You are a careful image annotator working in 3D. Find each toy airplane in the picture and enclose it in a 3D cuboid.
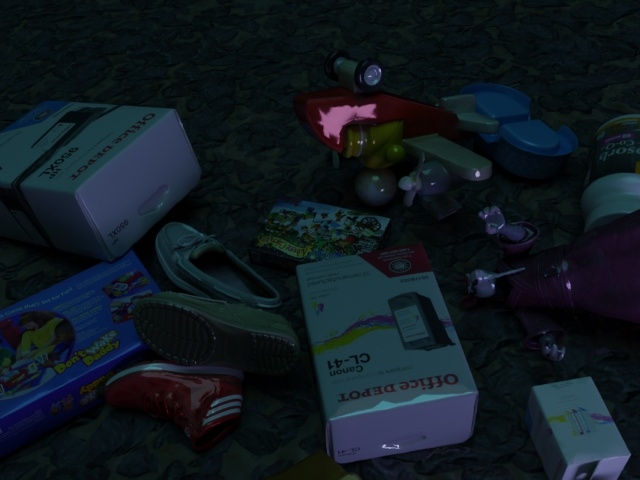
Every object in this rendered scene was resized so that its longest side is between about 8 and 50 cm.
[{"bbox_3d":[0.157,-0.195,1.393,0.384,0.272,0.386,20,13,11],"label":"toy airplane"}]

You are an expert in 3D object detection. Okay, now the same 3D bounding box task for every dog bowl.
[{"bbox_3d":[0.407,-0.233,1.479,0.166,0.074,0.297,-12,43,-23],"label":"dog bowl"}]

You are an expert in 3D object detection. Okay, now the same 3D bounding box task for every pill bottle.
[{"bbox_3d":[0.566,-0.093,1.277,0.162,0.162,0.278,12,47,17],"label":"pill bottle"}]

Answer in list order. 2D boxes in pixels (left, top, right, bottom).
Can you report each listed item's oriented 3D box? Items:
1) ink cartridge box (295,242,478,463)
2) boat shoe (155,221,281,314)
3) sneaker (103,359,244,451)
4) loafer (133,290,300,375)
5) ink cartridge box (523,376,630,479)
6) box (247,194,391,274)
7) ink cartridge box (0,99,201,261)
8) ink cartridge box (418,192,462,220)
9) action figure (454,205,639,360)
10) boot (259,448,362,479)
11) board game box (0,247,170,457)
[{"bbox_3d":[0.093,0.165,1.092,0.226,0.131,0.306,-10,43,-4],"label":"ink cartridge box"},{"bbox_3d":[-0.180,0.053,1.230,0.118,0.103,0.320,-12,42,-40],"label":"boat shoe"},{"bbox_3d":[-0.228,0.256,1.067,0.221,0.087,0.128,-8,43,0],"label":"sneaker"},{"bbox_3d":[-0.159,0.143,1.092,0.268,0.102,0.092,16,18,3],"label":"loafer"},{"bbox_3d":[0.357,0.280,0.973,0.090,0.092,0.143,-9,46,-4],"label":"ink cartridge box"},{"bbox_3d":[0.000,0.000,1.327,0.233,0.044,0.159,13,48,19],"label":"box"},{"bbox_3d":[-0.482,-0.133,1.380,0.395,0.166,0.285,10,45,31],"label":"ink cartridge box"},{"bbox_3d":[0.237,-0.071,1.384,0.048,0.028,0.083,-26,48,-19],"label":"ink cartridge box"},{"bbox_3d":[0.398,0.046,1.137,0.370,0.248,0.276,-8,4,33],"label":"action figure"},{"bbox_3d":[-0.001,0.407,0.877,0.211,0.104,0.295,-25,44,-18],"label":"boot"},{"bbox_3d":[-0.421,0.174,1.166,0.347,0.078,0.233,-27,45,-20],"label":"board game box"}]
